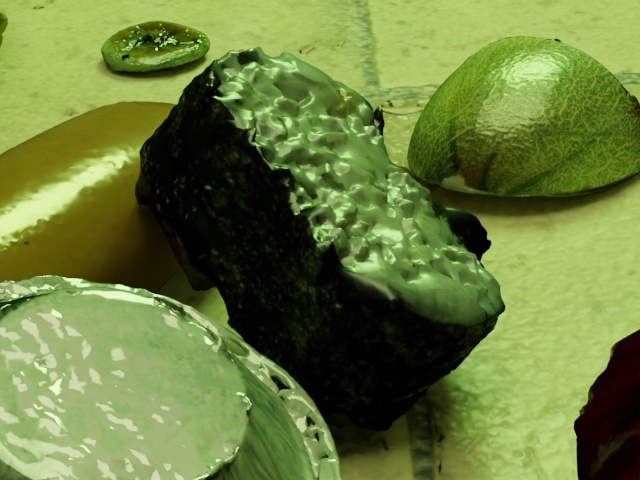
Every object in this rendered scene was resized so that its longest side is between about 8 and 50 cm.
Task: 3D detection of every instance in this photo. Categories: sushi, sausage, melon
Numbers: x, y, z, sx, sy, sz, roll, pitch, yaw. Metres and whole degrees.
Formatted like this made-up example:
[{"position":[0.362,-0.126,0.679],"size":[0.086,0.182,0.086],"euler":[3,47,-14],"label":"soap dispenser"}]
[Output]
[{"position":[0.000,0.000,1.014],"size":[0.147,0.115,0.212],"euler":[-12,54,-48],"label":"sushi"},{"position":[-0.142,-0.006,1.088],"size":[0.134,0.116,0.354],"euler":[-2,23,28],"label":"sausage"},{"position":[0.123,-0.078,1.224],"size":[0.160,0.079,0.128],"euler":[13,31,28],"label":"melon"}]

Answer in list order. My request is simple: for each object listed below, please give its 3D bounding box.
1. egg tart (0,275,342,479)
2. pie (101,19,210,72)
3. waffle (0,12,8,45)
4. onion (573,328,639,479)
[{"position":[-0.101,0.093,0.851],"size":[0.234,0.094,0.234],"euler":[8,44,-7],"label":"egg tart"},{"position":[-0.126,-0.148,1.450],"size":[0.084,0.021,0.084],"euler":[-3,27,2],"label":"pie"},{"position":[-0.369,-0.177,1.392],"size":[0.312,0.060,0.307],"euler":[-8,52,-24],"label":"waffle"},{"position":[0.230,0.078,0.767],"size":[0.252,0.219,0.252],"euler":[-5,37,3],"label":"onion"}]
